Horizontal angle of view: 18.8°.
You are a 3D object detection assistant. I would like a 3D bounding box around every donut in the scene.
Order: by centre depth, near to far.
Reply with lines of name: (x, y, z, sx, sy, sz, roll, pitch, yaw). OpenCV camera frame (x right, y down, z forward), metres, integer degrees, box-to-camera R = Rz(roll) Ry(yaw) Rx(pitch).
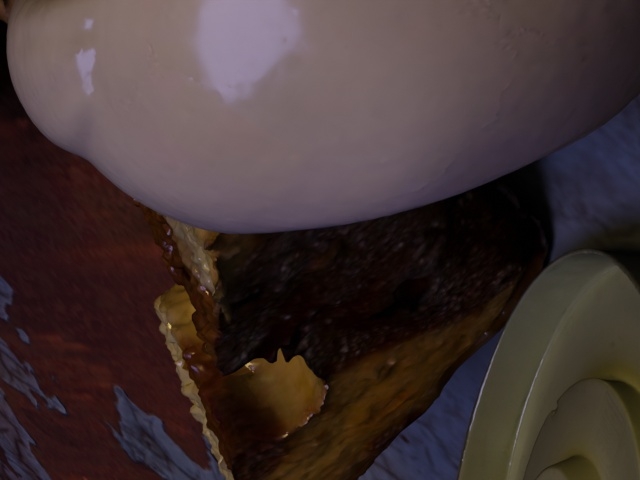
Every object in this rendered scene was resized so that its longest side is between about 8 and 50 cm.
donut: (0.000, 0.000, 0.758, 0.112, 0.151, 0.295, 51, 165, 21)

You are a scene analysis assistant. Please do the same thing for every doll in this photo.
doll: (-0.003, -0.125, 0.547, 0.221, 0.221, 0.251, 59, -175, -21)

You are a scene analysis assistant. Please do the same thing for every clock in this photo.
clock: (0.092, 0.118, 0.714, 0.029, 0.235, 0.235, 7, 155, -12)

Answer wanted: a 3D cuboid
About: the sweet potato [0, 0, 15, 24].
sweet potato: (-0.184, -0.216, 0.762, 0.337, 0.131, 0.131, 41, 153, 10)
